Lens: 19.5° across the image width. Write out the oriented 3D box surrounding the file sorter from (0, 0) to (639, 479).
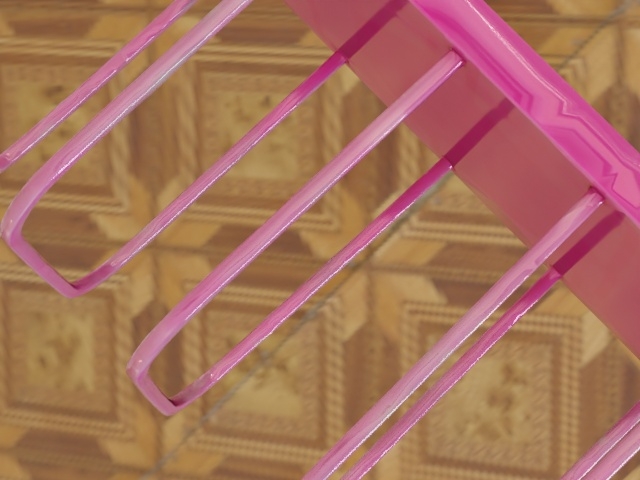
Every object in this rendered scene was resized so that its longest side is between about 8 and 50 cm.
[{"bbox_3d":[0.000,0.000,0.716,0.182,0.202,0.290,-43,81,-5],"label":"file sorter"}]
